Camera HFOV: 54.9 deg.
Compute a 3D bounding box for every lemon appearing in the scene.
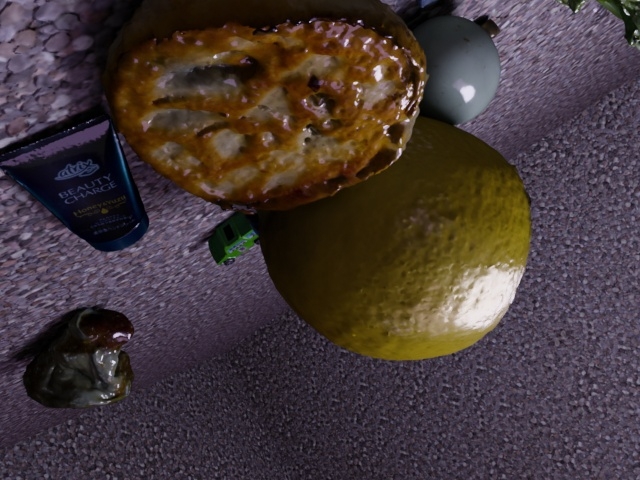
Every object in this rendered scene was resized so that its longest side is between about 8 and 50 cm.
[{"bbox_3d":[0.075,-0.008,0.855,0.364,0.364,0.364,-30,170,-6],"label":"lemon"}]

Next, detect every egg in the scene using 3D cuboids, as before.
[{"bbox_3d":[0.181,-0.242,0.884,0.149,0.149,0.192,-34,164,17],"label":"egg"}]

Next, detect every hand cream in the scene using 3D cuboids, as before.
[{"bbox_3d":[-0.274,-0.060,0.736,0.120,0.061,0.270,-24,162,-11],"label":"hand cream"}]

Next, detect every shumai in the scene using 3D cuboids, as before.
[{"bbox_3d":[-0.506,0.227,1.314,0.272,0.204,0.222,4,-171,32],"label":"shumai"}]

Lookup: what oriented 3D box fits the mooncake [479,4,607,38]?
[{"bbox_3d":[0.381,-0.387,1.084,0.347,0.057,0.150,-22,-179,-14],"label":"mooncake"}]

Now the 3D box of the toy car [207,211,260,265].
[{"bbox_3d":[-0.162,-0.015,1.242,0.165,0.071,0.062,-34,155,18],"label":"toy car"}]

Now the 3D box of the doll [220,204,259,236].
[{"bbox_3d":[-0.061,-0.070,1.053,0.177,0.141,0.314,-27,166,13],"label":"doll"}]

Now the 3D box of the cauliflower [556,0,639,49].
[{"bbox_3d":[0.419,-0.368,0.829,0.250,0.272,0.275,-2,165,21],"label":"cauliflower"}]

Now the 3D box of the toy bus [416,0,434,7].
[{"bbox_3d":[0.176,-0.335,0.710,0.166,0.047,0.065,-31,167,1],"label":"toy bus"}]

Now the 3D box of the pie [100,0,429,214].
[{"bbox_3d":[-0.055,-0.136,0.599,0.315,0.092,0.315,-3,153,-1],"label":"pie"}]
